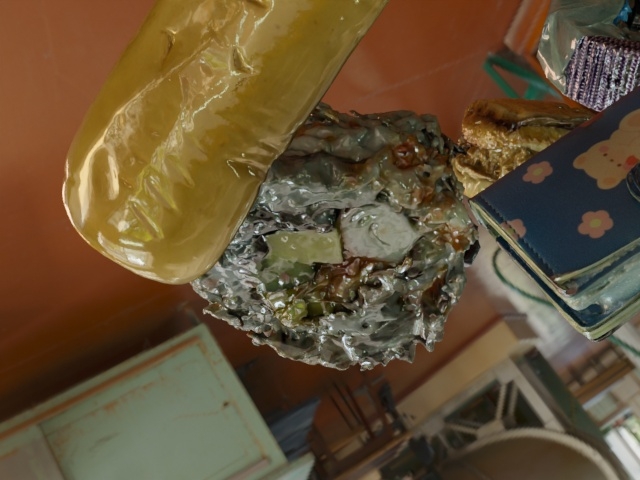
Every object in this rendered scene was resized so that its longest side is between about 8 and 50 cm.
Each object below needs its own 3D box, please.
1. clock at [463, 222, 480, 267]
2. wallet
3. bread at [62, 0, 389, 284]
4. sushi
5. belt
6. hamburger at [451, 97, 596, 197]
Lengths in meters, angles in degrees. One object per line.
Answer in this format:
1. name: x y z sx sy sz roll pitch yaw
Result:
1. clock: 0.239 0.076 1.729 0.253 0.083 0.186 -55 -173 -29
2. wallet: 0.207 -0.042 0.486 0.202 0.141 0.059 -35 130 4
3. bread: -0.065 -0.118 0.522 0.305 0.142 0.091 -55 163 14
4. sushi: -0.004 -0.002 0.978 0.417 0.176 0.418 2 140 1
5. belt: 0.423 -0.261 1.049 0.325 0.260 0.122 -60 154 -50
6. hamburger: 0.345 -0.153 1.350 0.244 0.244 0.163 -13 113 -42
